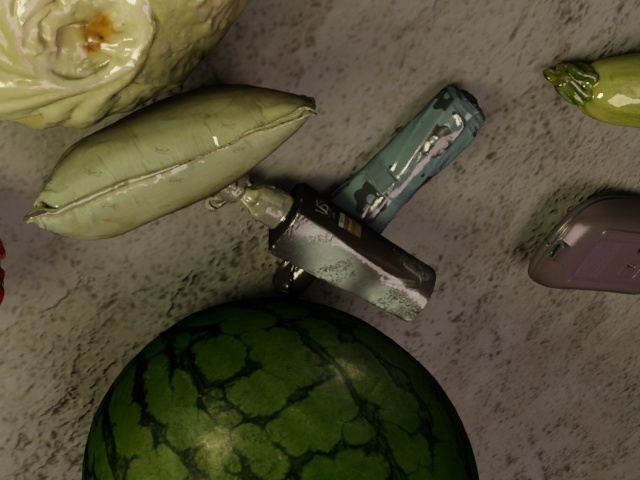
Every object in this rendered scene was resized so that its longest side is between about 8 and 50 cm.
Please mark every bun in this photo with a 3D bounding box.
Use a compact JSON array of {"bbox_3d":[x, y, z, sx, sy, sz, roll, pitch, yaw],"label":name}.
[{"bbox_3d":[-0.147,-0.163,0.802,0.244,0.153,0.243,-21,144,-16],"label":"bun"}]

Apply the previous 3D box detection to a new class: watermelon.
[{"bbox_3d":[-0.035,0.218,1.110,0.363,0.363,0.363,-19,139,-17],"label":"watermelon"}]

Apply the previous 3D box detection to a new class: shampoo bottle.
[{"bbox_3d":[0.000,0.000,1.087,0.208,0.057,0.063,31,111,-16],"label":"shampoo bottle"}]

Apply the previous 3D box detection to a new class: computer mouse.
[{"bbox_3d":[0.313,0.007,1.361,0.232,0.057,0.120,5,128,-41],"label":"computer mouse"}]

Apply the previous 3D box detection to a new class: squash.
[{"bbox_3d":[0.308,-0.150,1.189,0.224,0.094,0.094,-3,132,-22],"label":"squash"}]

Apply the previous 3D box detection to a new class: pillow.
[{"bbox_3d":[-0.110,-0.057,0.872,0.185,0.302,0.074,-24,98,-7],"label":"pillow"}]

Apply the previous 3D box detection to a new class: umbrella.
[{"bbox_3d":[0.049,-0.040,1.137,0.250,0.052,0.053,-46,148,14],"label":"umbrella"}]

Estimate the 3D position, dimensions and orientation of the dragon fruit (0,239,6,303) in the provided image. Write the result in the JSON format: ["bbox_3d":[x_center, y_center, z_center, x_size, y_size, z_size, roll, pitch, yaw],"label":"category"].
[{"bbox_3d":[-0.311,0.028,0.909,0.166,0.133,0.136,-25,98,-13],"label":"dragon fruit"}]
